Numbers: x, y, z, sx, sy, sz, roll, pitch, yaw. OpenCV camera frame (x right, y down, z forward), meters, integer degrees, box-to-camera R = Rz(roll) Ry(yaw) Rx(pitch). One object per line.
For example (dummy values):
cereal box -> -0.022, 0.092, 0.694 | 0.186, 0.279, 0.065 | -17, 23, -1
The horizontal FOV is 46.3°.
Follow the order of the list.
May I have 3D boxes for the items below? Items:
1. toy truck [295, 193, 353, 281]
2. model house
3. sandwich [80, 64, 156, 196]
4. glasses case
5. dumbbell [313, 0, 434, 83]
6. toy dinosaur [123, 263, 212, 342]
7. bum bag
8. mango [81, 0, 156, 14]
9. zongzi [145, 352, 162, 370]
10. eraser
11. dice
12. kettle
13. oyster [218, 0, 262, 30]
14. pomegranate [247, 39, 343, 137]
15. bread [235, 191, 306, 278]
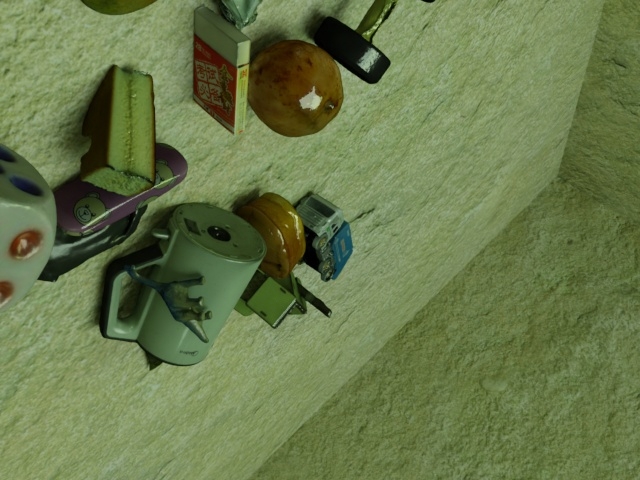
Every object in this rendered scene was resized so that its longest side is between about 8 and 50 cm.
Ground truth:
toy truck -> 0.000, 0.000, 2.418 | 0.175, 0.146, 0.367 | -50, 157, -19
model house -> -0.116, 0.207, 2.347 | 0.218, 0.278, 0.205 | -49, 152, -6
sandwich -> -0.401, -0.220, 1.512 | 0.122, 0.128, 0.236 | 15, 69, -43
glasses case -> -0.432, -0.116, 1.615 | 0.316, 0.123, 0.076 | -35, 155, -30
dumbbell -> 0.147, -0.572, 1.854 | 0.322, 0.203, 0.203 | -55, 153, 8
toy dinosaur -> -0.361, 0.159, 1.815 | 0.075, 0.188, 0.248 | -73, 159, -51
bum bag -> -0.526, -0.013, 1.659 | 0.326, 0.079, 0.142 | -30, 139, -30
mango -> -0.301, -0.513, 1.326 | 0.289, 0.129, 0.146 | -50, 157, 17
zongzi -> -0.496, 0.340, 2.184 | 0.113, 0.052, 0.104 | -43, 148, 14
eraser -> -0.215, -0.361, 1.606 | 0.038, 0.157, 0.230 | -28, 146, -32
dice -> -0.631, -0.029, 1.292 | 0.259, 0.243, 0.251 | -54, 153, 12
kettle -> -0.371, 0.116, 1.919 | 0.361, 0.250, 0.377 | 8, 122, -37
oyster -> -0.173, -0.537, 1.531 | 0.252, 0.087, 0.199 | 8, 98, -79
pomegranate -> -0.064, -0.360, 1.785 | 0.248, 0.248, 0.248 | -37, 150, -26
bread -> -0.145, -0.009, 2.125 | 0.142, 0.195, 0.270 | -42, 149, -31
